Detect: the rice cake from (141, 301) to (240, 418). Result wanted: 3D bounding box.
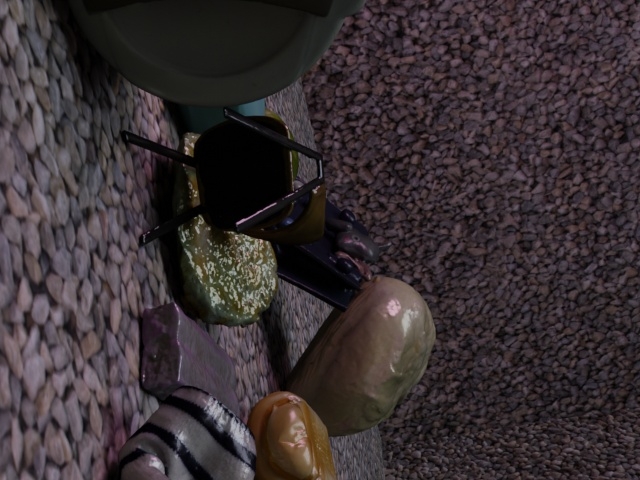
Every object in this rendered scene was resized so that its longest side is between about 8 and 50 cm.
[{"bbox_3d":[-0.154,0.163,1.259,0.298,0.050,0.106,64,17,-67],"label":"rice cake"}]

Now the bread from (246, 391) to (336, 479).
[{"bbox_3d":[-0.048,0.341,1.612,0.311,0.121,0.173,67,11,-65],"label":"bread"}]

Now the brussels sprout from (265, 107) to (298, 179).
[{"bbox_3d":[-0.108,-0.148,1.776,0.180,0.143,0.161,-39,142,-57],"label":"brussels sprout"}]

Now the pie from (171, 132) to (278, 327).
[{"bbox_3d":[-0.145,-0.010,1.406,0.257,0.105,0.274,0,79,-74],"label":"pie"}]

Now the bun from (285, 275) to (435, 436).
[{"bbox_3d":[0.095,0.231,1.996,0.213,0.361,0.361,37,12,-4],"label":"bun"}]

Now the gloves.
[{"bbox_3d":[-0.145,0.260,0.974,0.219,0.131,0.140,-59,153,-30],"label":"gloves"}]

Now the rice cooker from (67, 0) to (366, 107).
[{"bbox_3d":[-0.114,-0.324,1.143,0.325,0.335,0.335,-95,173,-65],"label":"rice cooker"}]

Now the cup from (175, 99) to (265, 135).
[{"bbox_3d":[-0.142,-0.182,1.560,0.236,0.148,0.134,79,8,-50],"label":"cup"}]

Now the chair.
[{"bbox_3d":[-0.098,-0.068,1.269,0.247,0.158,0.172,-10,92,-58],"label":"chair"}]

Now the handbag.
[{"bbox_3d":[0.000,0.000,1.970,0.118,0.269,0.326,-55,-170,21],"label":"handbag"}]
